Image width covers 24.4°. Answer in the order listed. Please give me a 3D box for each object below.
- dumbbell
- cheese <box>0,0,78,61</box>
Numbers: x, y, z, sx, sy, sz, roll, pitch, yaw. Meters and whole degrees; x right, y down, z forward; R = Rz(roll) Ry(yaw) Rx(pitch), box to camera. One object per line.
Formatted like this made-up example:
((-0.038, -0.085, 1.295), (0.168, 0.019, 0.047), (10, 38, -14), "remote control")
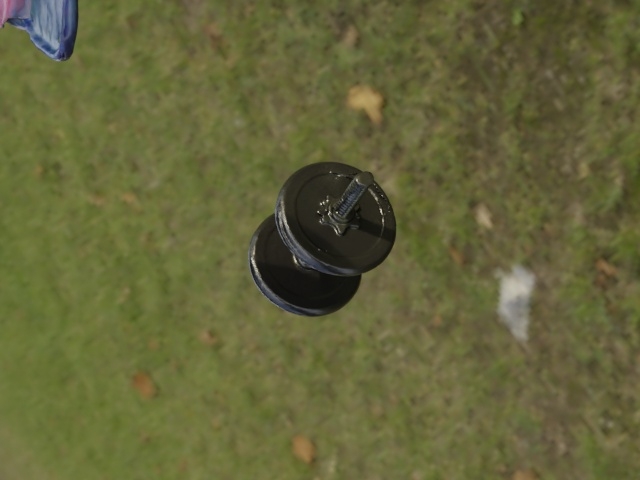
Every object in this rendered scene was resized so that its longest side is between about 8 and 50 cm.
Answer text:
((0.000, 0.000, 0.826), (0.069, 0.069, 0.147), (52, 150, 11), "dumbbell")
((-0.119, -0.124, 0.503), (0.244, 0.062, 0.155), (36, 126, 56), "cheese")
